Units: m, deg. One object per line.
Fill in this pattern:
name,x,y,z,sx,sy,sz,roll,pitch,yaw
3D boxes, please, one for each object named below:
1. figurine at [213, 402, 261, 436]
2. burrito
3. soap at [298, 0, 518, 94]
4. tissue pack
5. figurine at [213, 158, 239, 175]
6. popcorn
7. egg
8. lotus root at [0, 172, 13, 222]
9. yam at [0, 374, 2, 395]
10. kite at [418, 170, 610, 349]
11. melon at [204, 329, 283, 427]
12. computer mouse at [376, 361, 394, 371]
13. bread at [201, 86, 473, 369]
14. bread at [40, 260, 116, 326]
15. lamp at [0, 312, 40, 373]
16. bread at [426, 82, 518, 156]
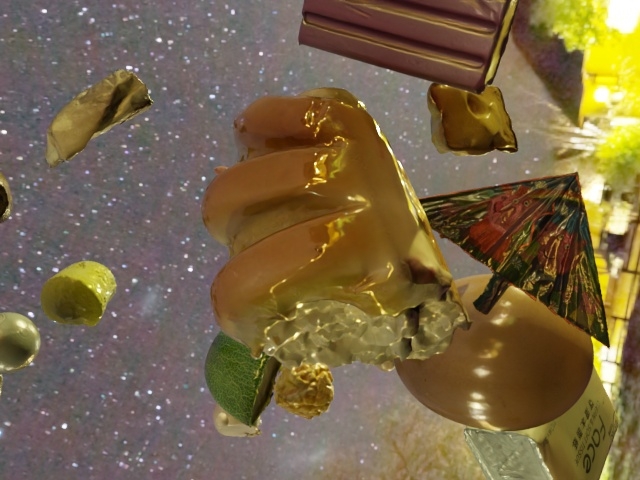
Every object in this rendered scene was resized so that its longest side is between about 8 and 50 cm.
figurine,-0.222,0.409,1.604,0.155,0.127,0.235,24,-134,-35
burrito,-0.628,-0.336,1.594,0.332,0.190,0.135,-47,-57,-29
soap,0.085,-0.231,0.575,0.065,0.203,0.122,-43,-30,-55
tissue pack,0.577,0.472,1.482,0.405,0.205,0.331,-41,-70,-41
figurine,-0.222,-0.156,1.995,0.154,0.420,0.193,-16,-33,-24
popcorn,-0.048,0.423,1.670,0.180,0.180,0.170,-44,-57,-52
egg,0.329,0.214,1.139,0.301,0.374,0.300,2,-90,-70
lotus root,-0.685,-0.093,1.070,0.160,0.275,0.151,4,-84,-64
yam,-0.799,0.349,1.403,0.061,0.061,0.274,12,-100,-65
kite,0.263,-0.008,0.752,0.234,0.321,0.016,-51,-17,-8
melon,-0.142,0.208,1.158,0.129,0.169,0.265,85,-151,-43
computer mouse,0.153,0.257,1.652,0.145,0.082,0.236,62,-177,-71
bread,0.000,0.000,0.572,0.315,0.211,0.270,46,-158,-67
bread,-0.489,0.104,1.181,0.114,0.129,0.111,-77,-1,-65
lamp,-0.524,0.171,0.969,0.105,0.105,0.105,-35,-50,-57
bread,0.303,-0.246,1.201,0.233,0.088,0.160,-4,-111,-40
